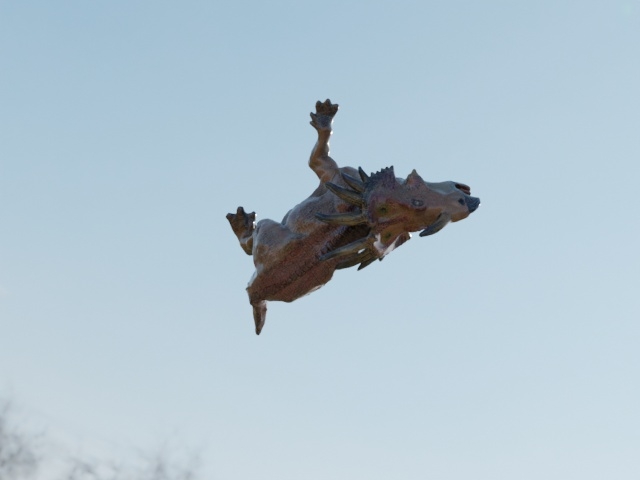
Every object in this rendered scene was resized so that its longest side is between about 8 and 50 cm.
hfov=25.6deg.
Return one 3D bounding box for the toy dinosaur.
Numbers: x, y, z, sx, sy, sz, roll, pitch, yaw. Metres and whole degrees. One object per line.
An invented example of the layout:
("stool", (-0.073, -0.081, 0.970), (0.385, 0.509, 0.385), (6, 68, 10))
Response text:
("toy dinosaur", (0.000, 0.000, 1.382), (0.127, 0.295, 0.200), (35, 22, -24))
